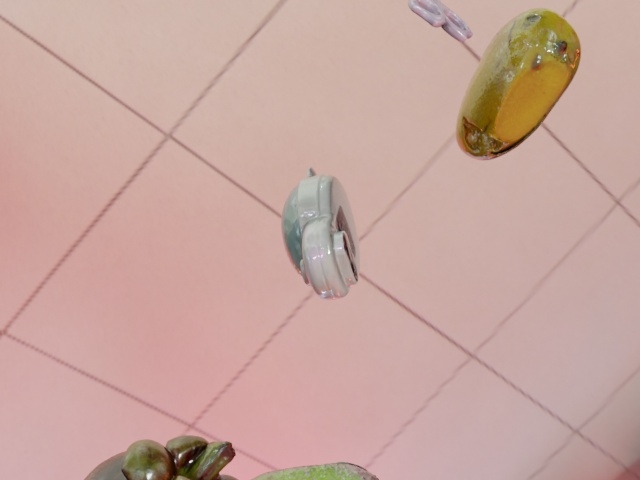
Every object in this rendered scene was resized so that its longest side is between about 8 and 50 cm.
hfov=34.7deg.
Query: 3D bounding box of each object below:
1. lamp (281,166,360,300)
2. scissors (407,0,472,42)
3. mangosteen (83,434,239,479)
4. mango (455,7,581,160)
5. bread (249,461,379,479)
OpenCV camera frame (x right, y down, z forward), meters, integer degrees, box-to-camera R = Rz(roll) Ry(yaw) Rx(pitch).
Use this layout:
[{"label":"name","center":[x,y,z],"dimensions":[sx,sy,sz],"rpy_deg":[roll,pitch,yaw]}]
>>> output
[{"label":"lamp","center":[-0.003,0.001,1.552],"dimensions":[0.108,0.246,0.179],"rpy_deg":[-18,116,10]},{"label":"scissors","center":[0.146,-0.351,1.436],"dimensions":[0.110,0.212,0.021],"rpy_deg":[18,127,-34]},{"label":"mangosteen","center":[-0.263,0.469,1.732],"dimensions":[0.307,0.307,0.347],"rpy_deg":[20,117,-33]},{"label":"mango","center":[0.291,-0.231,1.558],"dimensions":[0.130,0.167,0.262],"rpy_deg":[24,117,-13]},{"label":"bread","center":[-0.014,0.337,1.086],"dimensions":[0.228,0.228,0.033],"rpy_deg":[-31,149,-4]}]
